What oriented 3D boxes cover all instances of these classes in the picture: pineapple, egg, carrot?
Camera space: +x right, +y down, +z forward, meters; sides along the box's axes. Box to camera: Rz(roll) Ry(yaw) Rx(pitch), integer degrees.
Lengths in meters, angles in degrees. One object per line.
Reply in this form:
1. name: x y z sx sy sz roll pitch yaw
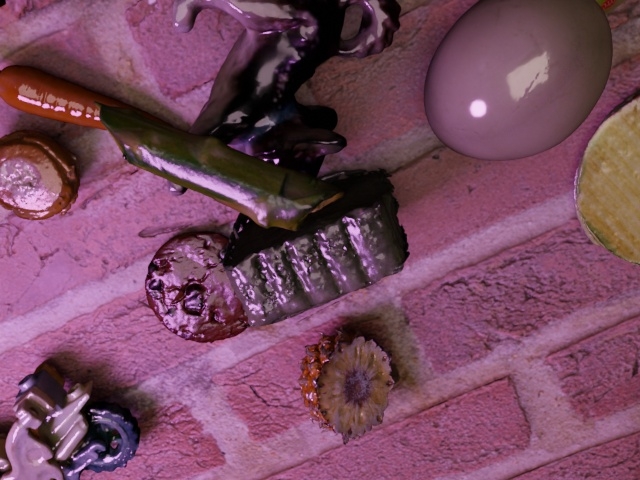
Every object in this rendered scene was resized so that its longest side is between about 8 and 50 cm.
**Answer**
1. pineapple: 0.019 0.223 1.347 0.161 0.137 0.176 -29 107 -33
2. egg: 0.263 -0.223 1.128 0.219 0.219 0.269 35 124 -11
3. carrot: -0.335 -0.191 1.232 0.336 0.069 0.069 18 109 -9

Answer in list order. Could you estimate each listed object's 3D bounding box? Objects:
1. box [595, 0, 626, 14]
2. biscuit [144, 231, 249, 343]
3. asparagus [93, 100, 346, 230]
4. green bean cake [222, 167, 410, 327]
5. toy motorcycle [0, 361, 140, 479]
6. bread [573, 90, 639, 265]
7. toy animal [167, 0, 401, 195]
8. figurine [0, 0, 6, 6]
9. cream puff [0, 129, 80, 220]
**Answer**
1. box: 0.429 -0.436 1.091 0.260 0.062 0.175 -34 125 3
2. biscuit: -0.184 0.076 1.332 0.192 0.049 0.192 -1 109 -3
3. asparagus: -0.138 -0.091 1.060 0.343 0.082 0.085 19 111 2
4. green bean cake: 0.000 0.000 1.200 0.255 0.241 0.132 -22 106 8
5. toy motorcycle: -0.506 0.367 1.383 0.410 0.169 0.237 -35 112 7
6. bread: 0.532 -0.091 1.266 0.301 0.045 0.301 1 109 3
7. toy animal: -0.051 -0.206 1.152 0.303 0.194 0.344 5 109 -1
8. figurine: -0.393 -0.439 1.097 0.226 0.183 0.160 -39 114 0
9. cream puff: -0.425 -0.099 1.243 0.144 0.103 0.126 24 103 -8
